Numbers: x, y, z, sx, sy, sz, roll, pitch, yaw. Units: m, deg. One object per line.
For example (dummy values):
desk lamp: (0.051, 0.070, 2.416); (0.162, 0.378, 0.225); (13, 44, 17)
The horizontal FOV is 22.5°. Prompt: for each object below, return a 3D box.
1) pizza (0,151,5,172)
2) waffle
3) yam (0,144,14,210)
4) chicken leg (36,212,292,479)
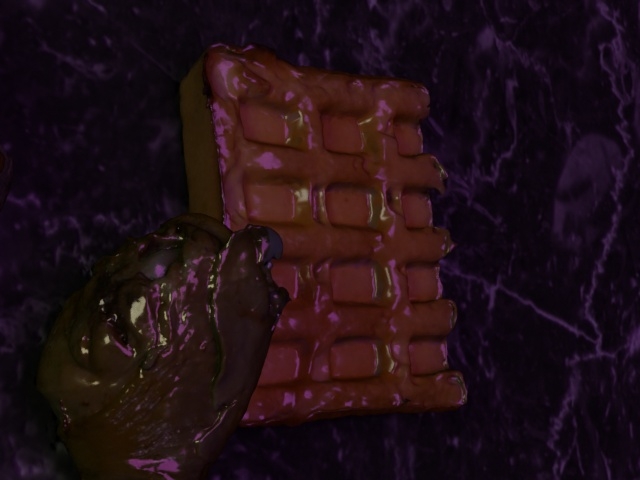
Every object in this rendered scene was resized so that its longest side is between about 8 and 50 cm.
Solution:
pizza: (-0.404, -0.153, 1.159); (0.409, 0.114, 0.277); (24, 69, -30)
waffle: (0.000, 0.000, 1.517); (0.304, 0.077, 0.348); (3, 80, -40)
yam: (-0.296, 0.041, 1.260); (0.061, 0.061, 0.253); (27, 64, -34)
chicken leg: (-0.135, 0.190, 1.317); (0.201, 0.153, 0.429); (4, 86, -16)
